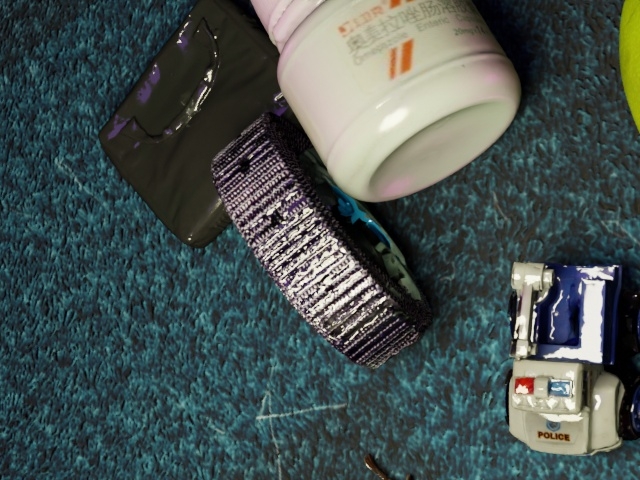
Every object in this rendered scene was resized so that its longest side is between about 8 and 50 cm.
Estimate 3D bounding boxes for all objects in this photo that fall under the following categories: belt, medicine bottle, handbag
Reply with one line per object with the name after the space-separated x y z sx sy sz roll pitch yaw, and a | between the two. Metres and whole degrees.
0.000 0.000 1.590 0.122 0.260 0.325 -41 69 12 | belt
0.063 -0.224 1.586 0.241 0.241 0.302 -36 71 19 | medicine bottle
-0.142 -0.155 1.773 0.244 0.088 0.275 47 109 25 | handbag

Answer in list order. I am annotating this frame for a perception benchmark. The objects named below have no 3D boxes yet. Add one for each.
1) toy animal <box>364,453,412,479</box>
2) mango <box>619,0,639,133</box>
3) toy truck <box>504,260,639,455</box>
0.111 0.340 1.614 0.202 0.070 0.105 30 80 29 | toy animal
0.407 -0.194 1.471 0.175 0.143 0.293 -18 72 30 | mango
0.264 0.127 1.493 0.161 0.177 0.213 1 85 26 | toy truck
